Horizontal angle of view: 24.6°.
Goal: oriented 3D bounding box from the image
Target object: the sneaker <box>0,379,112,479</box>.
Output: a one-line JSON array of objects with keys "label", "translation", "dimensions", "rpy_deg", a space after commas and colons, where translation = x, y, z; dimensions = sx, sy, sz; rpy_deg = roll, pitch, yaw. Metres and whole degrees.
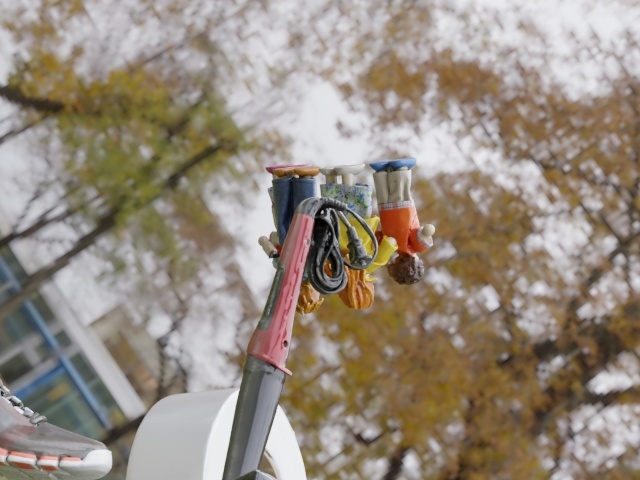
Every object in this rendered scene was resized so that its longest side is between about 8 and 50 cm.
[{"label": "sneaker", "translation": [-0.200, 0.105, 0.885], "dimensions": [0.157, 0.065, 0.061], "rpy_deg": [11, -21, 2]}]

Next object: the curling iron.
[{"label": "curling iron", "translation": [-0.023, 0.084, 1.008], "dimensions": [0.068, 0.274, 0.035], "rpy_deg": [27, -30, -12]}]

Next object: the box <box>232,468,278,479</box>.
[{"label": "box", "translation": [-0.083, 0.265, 0.821], "dimensions": [0.270, 0.165, 0.143], "rpy_deg": [-29, -51, 36]}]

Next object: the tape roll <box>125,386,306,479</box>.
[{"label": "tape roll", "translation": [-0.110, 0.308, 1.655], "dimensions": [0.286, 0.100, 0.286], "rpy_deg": [-9, 90, -68]}]

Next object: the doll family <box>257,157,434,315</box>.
[{"label": "doll family", "translation": [0.000, 0.000, 1.610], "dimensions": [0.263, 0.118, 0.163], "rpy_deg": [1, -81, 46]}]
